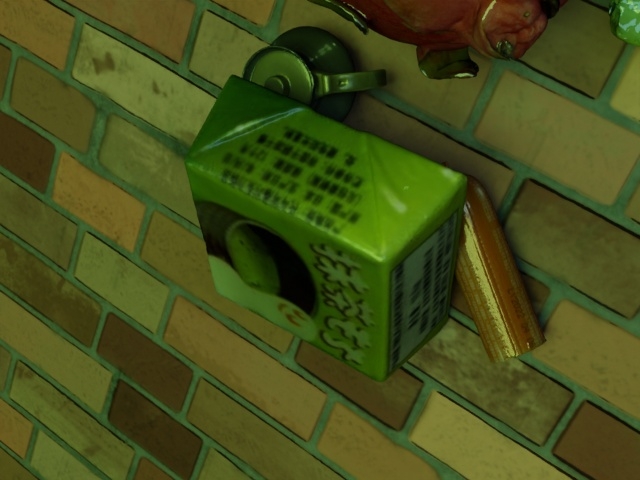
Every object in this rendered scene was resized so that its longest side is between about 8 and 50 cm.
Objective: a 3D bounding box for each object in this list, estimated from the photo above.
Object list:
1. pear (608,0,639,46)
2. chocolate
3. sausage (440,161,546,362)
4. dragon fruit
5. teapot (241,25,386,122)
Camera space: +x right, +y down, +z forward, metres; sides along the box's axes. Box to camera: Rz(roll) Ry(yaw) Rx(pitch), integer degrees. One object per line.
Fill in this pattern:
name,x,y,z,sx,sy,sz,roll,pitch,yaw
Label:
pear,0.381,-0.310,0.772,0.239,0.139,0.288,6,103,13
chocolate,0.000,0.000,0.998,0.288,0.137,0.301,26,151,20
sausage,0.183,0.019,1.011,0.071,0.071,0.234,-20,92,33
dragon fruit,0.142,-0.281,0.823,0.226,0.305,0.305,46,121,3
teapot,-0.009,-0.185,1.036,0.165,0.119,0.130,2,105,29
